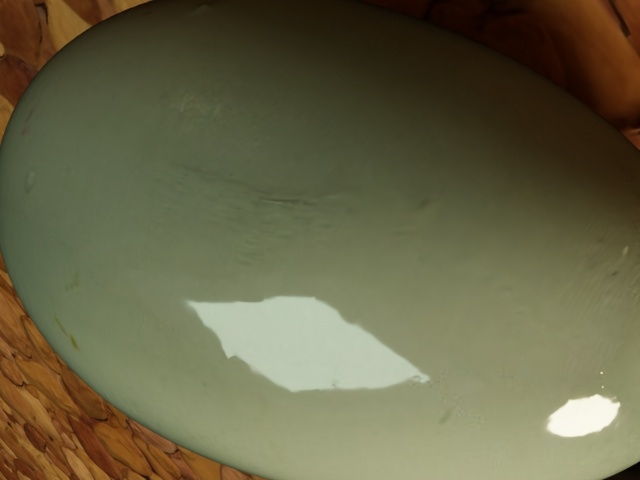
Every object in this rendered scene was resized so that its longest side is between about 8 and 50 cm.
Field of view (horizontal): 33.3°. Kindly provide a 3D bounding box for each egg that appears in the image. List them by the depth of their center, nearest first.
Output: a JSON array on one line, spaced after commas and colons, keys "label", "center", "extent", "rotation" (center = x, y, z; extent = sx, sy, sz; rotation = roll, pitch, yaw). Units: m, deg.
[{"label": "egg", "center": [0.000, 0.000, 0.508], "extent": [0.371, 0.230, 0.230], "rotation": [18, 137, 34]}]

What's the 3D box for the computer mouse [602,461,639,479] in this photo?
[{"label": "computer mouse", "center": [0.069, 0.143, 0.633], "extent": [0.197, 0.095, 0.331], "rotation": [18, 177, -43]}]
